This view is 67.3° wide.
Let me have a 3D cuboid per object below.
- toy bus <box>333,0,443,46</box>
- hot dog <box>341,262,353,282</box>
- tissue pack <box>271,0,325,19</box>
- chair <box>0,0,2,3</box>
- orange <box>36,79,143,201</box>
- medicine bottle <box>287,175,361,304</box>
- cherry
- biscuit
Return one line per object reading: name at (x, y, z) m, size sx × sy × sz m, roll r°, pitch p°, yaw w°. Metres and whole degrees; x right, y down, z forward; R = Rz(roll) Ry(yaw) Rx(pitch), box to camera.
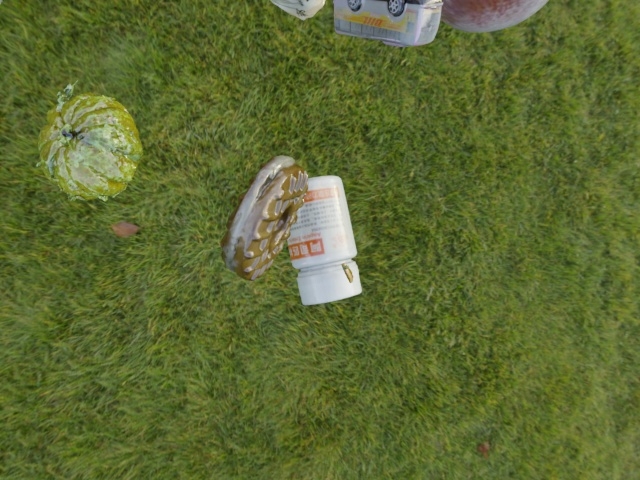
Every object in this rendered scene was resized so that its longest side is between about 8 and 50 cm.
toy bus at (0.093, -0.327, 0.701) m, size 0.057 × 0.172 × 0.072 m, roll -26°, pitch 131°, yaw -35°
hot dog at (0.077, 0.089, 1.334) m, size 0.021 × 0.083 × 0.037 m, roll -25°, pitch 58°, yaw -1°
tissue pack at (-0.137, -0.789, 1.242) m, size 0.195 × 0.375 × 0.390 m, roll -33°, pitch 87°, yaw 10°
chair at (-0.405, -0.488, 0.633) m, size 0.160 × 0.319 × 0.186 m, roll 40°, pitch 49°, yaw -28°
orange at (-0.630, -0.259, 1.353) m, size 0.301 × 0.223 × 0.300 m, roll 36°, pitch 98°, yaw 22°
medicine bottle at (0.000, 0.000, 1.503) m, size 0.211 × 0.211 × 0.372 m, roll -11°, pitch 88°, yaw -13°
cherry at (0.437, -0.674, 1.191) m, size 0.291 × 0.335 × 0.326 m, roll 56°, pitch 38°, yaw 5°
biscuit at (-0.133, -0.055, 1.197) m, size 0.103 × 0.332 × 0.332 m, roll 26°, pitch 83°, yaw 9°
